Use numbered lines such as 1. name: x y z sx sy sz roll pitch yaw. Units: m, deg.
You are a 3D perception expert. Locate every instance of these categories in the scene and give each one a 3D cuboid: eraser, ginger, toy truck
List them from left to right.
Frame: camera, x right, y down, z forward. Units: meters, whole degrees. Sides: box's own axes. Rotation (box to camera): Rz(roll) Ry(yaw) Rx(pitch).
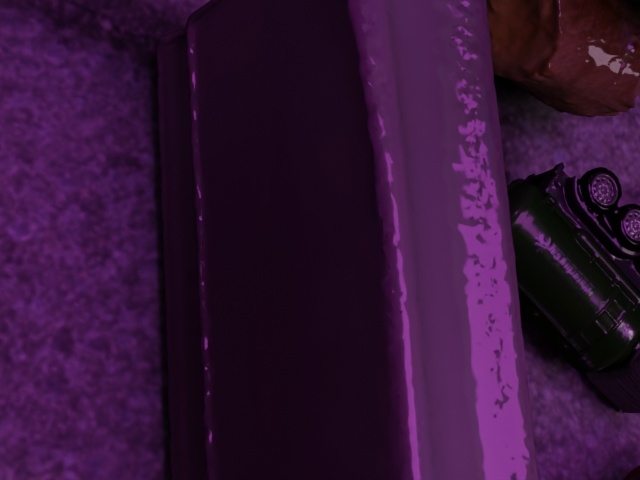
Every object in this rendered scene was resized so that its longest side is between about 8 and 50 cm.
1. eraser: 0.000 0.000 0.919 0.122 0.272 0.359 4 75 -34
2. ginger: 0.188 -0.227 1.209 0.221 0.130 0.275 -29 93 -47
3. toy truck: 0.230 0.041 1.174 0.242 0.101 0.125 45 61 -13

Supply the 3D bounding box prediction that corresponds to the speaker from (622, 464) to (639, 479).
1. speaker: 0.329 0.311 1.117 0.294 0.294 0.294 10 71 -32
